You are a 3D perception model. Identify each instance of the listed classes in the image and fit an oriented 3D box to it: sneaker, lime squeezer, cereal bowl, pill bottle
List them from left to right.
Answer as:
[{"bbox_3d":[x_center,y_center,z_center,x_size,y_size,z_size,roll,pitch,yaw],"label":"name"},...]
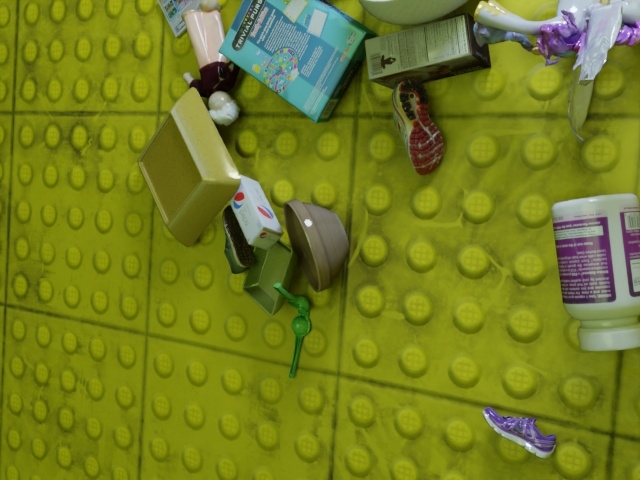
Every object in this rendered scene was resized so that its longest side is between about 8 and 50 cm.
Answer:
[{"bbox_3d":[-0.241,0.005,2.014,0.086,0.064,0.192,-47,53,48],"label":"sneaker"},{"bbox_3d":[-0.061,0.212,1.899,0.059,0.110,0.310,4,125,15],"label":"lime squeezer"},{"bbox_3d":[0.224,-0.265,1.724,0.088,0.093,0.225,-16,101,-13],"label":"sneaker"},{"bbox_3d":[0.242,-0.600,1.632,0.339,0.141,0.338,-18,49,22],"label":"cereal bowl"},{"bbox_3d":[0.441,0.414,1.633,0.170,0.068,0.071,27,90,19],"label":"sneaker"},{"bbox_3d":[0.566,0.064,1.477,0.169,0.169,0.301,-7,87,31],"label":"pill bottle"}]

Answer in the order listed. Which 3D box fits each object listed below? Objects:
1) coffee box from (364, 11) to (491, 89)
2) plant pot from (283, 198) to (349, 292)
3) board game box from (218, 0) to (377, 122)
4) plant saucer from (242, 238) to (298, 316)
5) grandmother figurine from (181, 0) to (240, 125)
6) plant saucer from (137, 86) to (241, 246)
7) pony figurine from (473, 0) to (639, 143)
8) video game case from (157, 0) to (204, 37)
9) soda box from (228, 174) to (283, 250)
[{"bbox_3d":[0.244,-0.425,1.673,0.247,0.141,0.098,-7,88,29],"label":"coffee box"},{"bbox_3d":[0.000,0.000,1.816,0.110,0.237,0.237,-20,78,-11],"label":"plant pot"},{"bbox_3d":[-0.063,-0.495,1.850,0.336,0.079,0.253,38,115,15],"label":"board game box"},{"bbox_3d":[-0.125,0.081,1.928,0.188,0.045,0.188,35,110,54],"label":"plant saucer"},{"bbox_3d":[-0.299,-0.473,2.021,0.208,0.104,0.342,-23,77,38],"label":"grandmother figurine"},{"bbox_3d":[-0.388,-0.196,2.032,0.333,0.081,0.332,-44,66,39],"label":"plant saucer"},{"bbox_3d":[0.498,-0.419,1.454,0.364,0.303,0.350,23,77,14],"label":"pony figurine"},{"bbox_3d":[-0.389,-0.686,2.113,0.157,0.019,0.143,-35,74,28],"label":"video game case"},{"bbox_3d":[-0.175,-0.075,1.927,0.069,0.074,0.216,-48,46,23],"label":"soda box"}]
